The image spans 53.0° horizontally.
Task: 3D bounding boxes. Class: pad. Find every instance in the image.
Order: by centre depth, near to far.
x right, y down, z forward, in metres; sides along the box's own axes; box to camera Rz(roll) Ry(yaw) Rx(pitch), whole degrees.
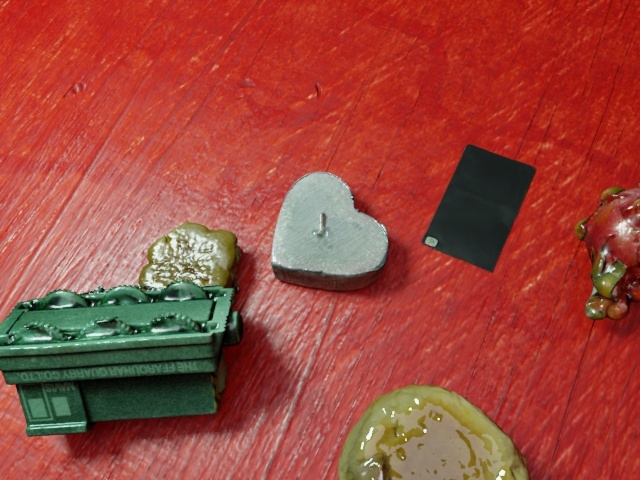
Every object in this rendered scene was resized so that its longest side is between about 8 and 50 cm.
[{"bbox_3d":[0.243,-0.054,0.983,0.116,0.004,0.193,24,71,15],"label":"pad"}]

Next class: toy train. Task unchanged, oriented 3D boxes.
[{"bbox_3d":[-0.264,0.156,0.862,0.329,0.178,0.138,-3,23,0],"label":"toy train"}]

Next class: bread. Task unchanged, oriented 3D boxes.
[{"bbox_3d":[0.131,0.306,0.776,0.244,0.134,0.245,-4,65,8],"label":"bread"},{"bbox_3d":[-0.190,0.039,0.956,0.140,0.069,0.128,5,67,7],"label":"bread"}]

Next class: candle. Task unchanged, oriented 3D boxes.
[{"bbox_3d":[0.000,0.000,0.952,0.168,0.068,0.192,-32,66,-11],"label":"candle"}]

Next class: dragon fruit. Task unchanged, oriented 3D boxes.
[{"bbox_3d":[0.416,0.017,0.865,0.149,0.133,0.208,28,83,9],"label":"dragon fruit"}]
